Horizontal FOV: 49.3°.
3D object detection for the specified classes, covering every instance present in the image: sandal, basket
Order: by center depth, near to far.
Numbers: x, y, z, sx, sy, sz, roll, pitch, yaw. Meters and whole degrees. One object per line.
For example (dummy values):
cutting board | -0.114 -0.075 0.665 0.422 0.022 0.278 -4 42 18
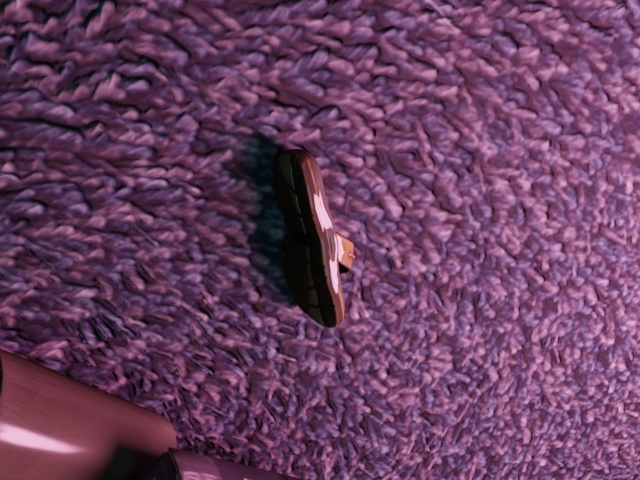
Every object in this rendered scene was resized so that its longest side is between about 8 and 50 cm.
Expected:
basket | -0.274 0.211 0.715 0.204 0.154 0.227 -9 149 42
sandal | 0.000 0.000 0.740 0.060 0.090 0.219 -26 122 -30

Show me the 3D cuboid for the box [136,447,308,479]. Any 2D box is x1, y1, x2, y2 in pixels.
box | -0.165 0.422 0.787 0.395 0.097 0.318 -47 136 11
